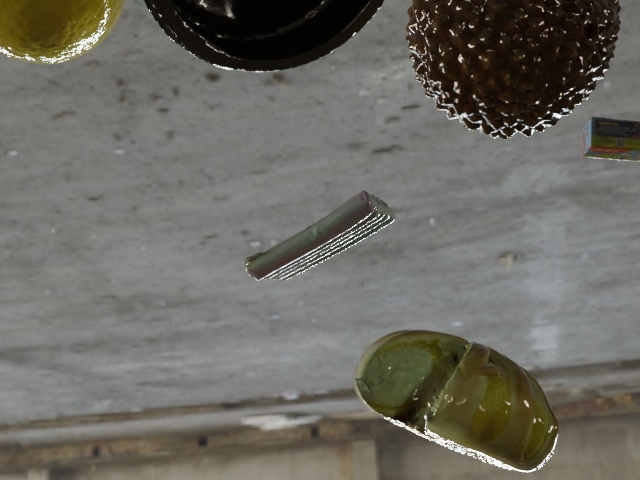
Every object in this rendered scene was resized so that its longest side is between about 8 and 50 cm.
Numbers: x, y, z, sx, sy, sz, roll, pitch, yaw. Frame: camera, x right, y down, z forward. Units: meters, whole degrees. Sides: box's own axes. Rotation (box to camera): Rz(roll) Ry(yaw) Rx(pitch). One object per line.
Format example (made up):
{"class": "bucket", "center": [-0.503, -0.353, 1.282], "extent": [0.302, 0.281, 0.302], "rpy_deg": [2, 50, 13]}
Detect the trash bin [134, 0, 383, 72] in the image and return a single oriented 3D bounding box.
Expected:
{"class": "trash bin", "center": [-0.083, -0.275, 0.783], "extent": [0.217, 0.262, 0.277], "rpy_deg": [-32, 130, -9]}

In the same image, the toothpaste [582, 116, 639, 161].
{"class": "toothpaste", "center": [0.498, -0.140, 1.521], "extent": [0.193, 0.070, 0.044], "rpy_deg": [4, 162, -2]}

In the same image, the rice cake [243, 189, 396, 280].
{"class": "rice cake", "center": [0.000, 0.000, 1.343], "extent": [0.198, 0.037, 0.189], "rpy_deg": [-28, 171, 10]}

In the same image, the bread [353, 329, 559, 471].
{"class": "bread", "center": [0.209, 0.231, 1.500], "extent": [0.332, 0.160, 0.333], "rpy_deg": [24, 170, 4]}

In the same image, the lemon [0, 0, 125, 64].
{"class": "lemon", "center": [-0.529, -0.500, 1.895], "extent": [0.347, 0.348, 0.348], "rpy_deg": [-4, 165, -1]}

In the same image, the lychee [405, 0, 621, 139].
{"class": "lychee", "center": [0.230, -0.266, 1.239], "extent": [0.267, 0.268, 0.267], "rpy_deg": [-4, 165, -1]}
